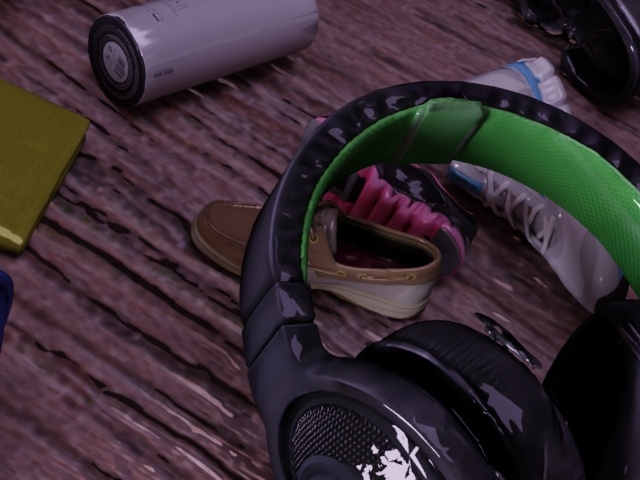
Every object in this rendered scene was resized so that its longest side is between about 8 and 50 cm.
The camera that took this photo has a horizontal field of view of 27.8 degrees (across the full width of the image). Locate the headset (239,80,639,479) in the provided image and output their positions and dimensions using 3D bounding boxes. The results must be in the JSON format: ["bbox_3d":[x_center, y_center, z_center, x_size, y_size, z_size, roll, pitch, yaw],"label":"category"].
[{"bbox_3d":[0.111,0.087,0.557,0.243,0.185,0.394,-3,63,-25],"label":"headset"}]

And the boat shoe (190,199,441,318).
[{"bbox_3d":[0.000,0.000,0.688,0.135,0.045,0.050,14,46,-11],"label":"boat shoe"}]

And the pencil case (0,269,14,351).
[{"bbox_3d":[-0.280,0.006,0.509,0.306,0.119,0.133,24,21,-1],"label":"pencil case"}]

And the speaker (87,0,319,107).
[{"bbox_3d":[-0.066,-0.123,0.765,0.136,0.055,0.055,-25,63,-38],"label":"speaker"}]

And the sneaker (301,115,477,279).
[{"bbox_3d":[0.041,-0.030,0.739,0.119,0.047,0.057,43,40,7],"label":"sneaker"}]

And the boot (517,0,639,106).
[{"bbox_3d":[0.232,-0.245,0.970,0.223,0.118,0.338,-6,48,-21],"label":"boot"}]

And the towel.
[{"bbox_3d":[-0.247,-0.072,0.669,0.237,0.021,0.102,23,50,-4],"label":"towel"}]

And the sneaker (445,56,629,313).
[{"bbox_3d":[0.119,-0.029,0.762,0.083,0.071,0.190,-8,48,-14],"label":"sneaker"}]
